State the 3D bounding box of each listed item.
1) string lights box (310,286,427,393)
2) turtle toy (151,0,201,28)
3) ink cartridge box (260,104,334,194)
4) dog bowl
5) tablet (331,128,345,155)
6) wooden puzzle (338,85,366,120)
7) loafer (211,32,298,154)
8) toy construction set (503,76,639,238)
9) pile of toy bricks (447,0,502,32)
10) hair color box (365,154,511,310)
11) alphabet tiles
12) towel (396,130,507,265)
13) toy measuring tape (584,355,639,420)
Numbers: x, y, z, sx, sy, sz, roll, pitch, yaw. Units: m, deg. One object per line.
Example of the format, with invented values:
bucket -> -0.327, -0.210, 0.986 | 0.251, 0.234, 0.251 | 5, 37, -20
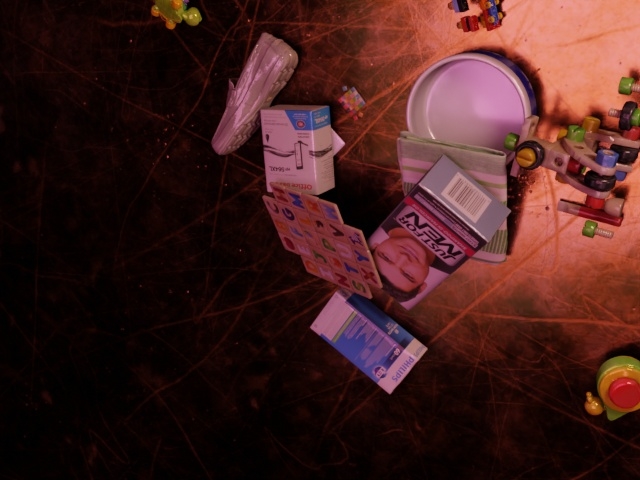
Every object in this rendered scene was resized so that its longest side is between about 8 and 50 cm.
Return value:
string lights box -> 0.118, 0.241, 2.195 | 0.260, 0.077, 0.133 | 40, 119, 8
turtle toy -> -0.347, -0.564, 2.147 | 0.130, 0.066, 0.095 | 41, 142, 4
ink cartridge box -> -0.054, -0.216, 2.111 | 0.148, 0.086, 0.203 | 5, 109, 30
dog bowl -> 0.325, -0.273, 1.909 | 0.265, 0.104, 0.264 | 8, 111, 23
tablet -> 0.015, -0.224, 2.127 | 0.054, 0.006, 0.083 | 48, 119, 4
wooden puzzle -> 0.074, -0.322, 2.065 | 0.049, 0.006, 0.083 | -38, 89, 30
loafer -> -0.174, -0.346, 2.122 | 0.111, 0.112, 0.319 | 42, 112, 13
toy construction set -> 0.506, -0.153, 1.813 | 0.237, 0.257, 0.308 | 17, 144, 25
pile of toy bricks -> 0.294, -0.532, 1.848 | 0.105, 0.118, 0.212 | 14, 127, 56
hair color box -> 0.229, -0.007, 1.941 | 0.185, 0.113, 0.374 | 40, 147, 1
alphabet tiles -> 0.000, 0.000, 2.090 | 0.343, 0.011, 0.285 | 22, 144, 44
towel -> 0.292, -0.086, 1.940 | 0.248, 0.038, 0.324 | 15, 139, 27
toy measuring tape -> 0.709, 0.278, 1.917 | 0.330, 0.121, 0.121 | -36, 90, 22
